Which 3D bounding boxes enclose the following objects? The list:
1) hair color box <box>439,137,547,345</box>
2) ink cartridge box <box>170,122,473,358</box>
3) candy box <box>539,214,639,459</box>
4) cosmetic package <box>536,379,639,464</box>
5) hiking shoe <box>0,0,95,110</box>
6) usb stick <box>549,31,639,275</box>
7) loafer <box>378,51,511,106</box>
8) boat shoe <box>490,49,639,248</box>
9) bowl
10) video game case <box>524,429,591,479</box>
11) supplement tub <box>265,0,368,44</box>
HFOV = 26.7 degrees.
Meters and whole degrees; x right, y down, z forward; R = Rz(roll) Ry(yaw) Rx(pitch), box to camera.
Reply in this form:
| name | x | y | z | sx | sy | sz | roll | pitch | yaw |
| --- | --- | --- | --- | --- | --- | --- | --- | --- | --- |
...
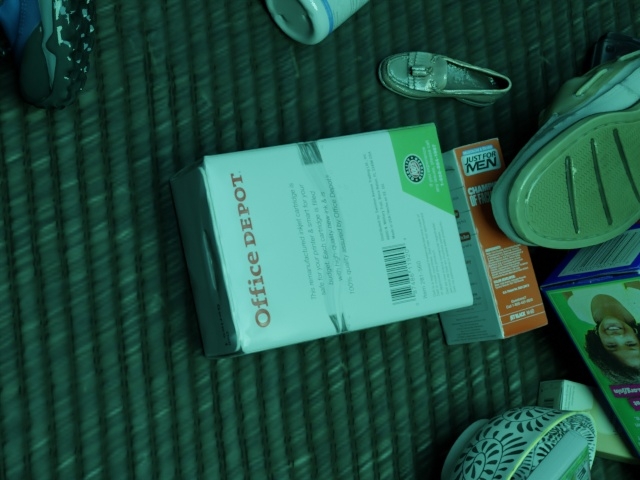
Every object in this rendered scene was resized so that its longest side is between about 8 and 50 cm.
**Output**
| name | x | y | z | sx | sy | sz | roll | pitch | yaw |
| --- | --- | --- | --- | --- | --- | --- | --- | --- | --- |
| hair color box | 0.133 | 0.003 | 1.181 | 0.053 | 0.093 | 0.167 | -15 | 90 | -28 |
| ink cartridge box | 0.000 | 0.000 | 1.117 | 0.219 | 0.092 | 0.160 | -10 | 86 | -26 |
| candy box | 0.379 | 0.086 | 1.235 | 0.268 | 0.122 | 0.317 | -43 | 107 | -35 |
| cosmetic package | 0.257 | 0.169 | 1.244 | 0.115 | 0.041 | 0.060 | 14 | 76 | -23 |
| hiking shoe | -0.257 | -0.245 | 1.042 | 0.132 | 0.113 | 0.304 | -10 | 93 | 4 |
| usb stick | 0.272 | -0.063 | 1.285 | 0.077 | 0.045 | 0.278 | 17 | 75 | -16 |
| loafer | 0.115 | -0.150 | 1.224 | 0.125 | 0.039 | 0.045 | 7 | 80 | -25 |
| boat shoe | 0.246 | -0.085 | 1.184 | 0.302 | 0.103 | 0.113 | -31 | 118 | -32 |
| bowl | 0.157 | 0.203 | 1.154 | 0.170 | 0.080 | 0.170 | -32 | 137 | -35 |
| video game case | 0.160 | 0.287 | 1.124 | 0.212 | 0.023 | 0.193 | -44 | 143 | -24 |
| supplement tub | 0.009 | -0.226 | 1.168 | 0.107 | 0.071 | 0.071 | -42 | 101 | -25 |
